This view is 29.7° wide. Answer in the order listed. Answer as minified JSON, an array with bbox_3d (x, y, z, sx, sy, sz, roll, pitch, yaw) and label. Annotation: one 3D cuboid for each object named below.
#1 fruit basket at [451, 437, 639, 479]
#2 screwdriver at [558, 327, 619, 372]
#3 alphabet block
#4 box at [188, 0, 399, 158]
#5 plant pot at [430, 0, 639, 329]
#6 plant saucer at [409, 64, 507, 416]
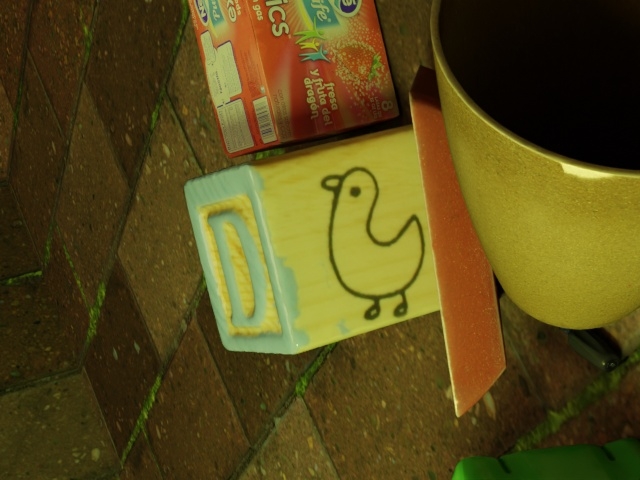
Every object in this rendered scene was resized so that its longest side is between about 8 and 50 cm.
[{"bbox_3d":[0.191,0.393,0.951,0.392,0.283,0.392,176,90,-74],"label":"fruit basket"},{"bbox_3d":[0.201,0.066,1.057,0.170,0.025,0.024,40,137,49],"label":"screwdriver"},{"bbox_3d":[0.000,0.000,1.223,0.193,0.197,0.192,-3,101,64],"label":"alphabet block"},{"bbox_3d":[-0.044,-0.247,1.238,0.154,0.142,0.299,-8,96,64],"label":"box"},{"bbox_3d":[0.187,-0.056,0.824,0.237,0.237,0.254,57,162,32],"label":"plant pot"},{"bbox_3d":[0.120,-0.015,1.026,0.259,0.048,0.258,-61,-38,-75],"label":"plant saucer"}]
